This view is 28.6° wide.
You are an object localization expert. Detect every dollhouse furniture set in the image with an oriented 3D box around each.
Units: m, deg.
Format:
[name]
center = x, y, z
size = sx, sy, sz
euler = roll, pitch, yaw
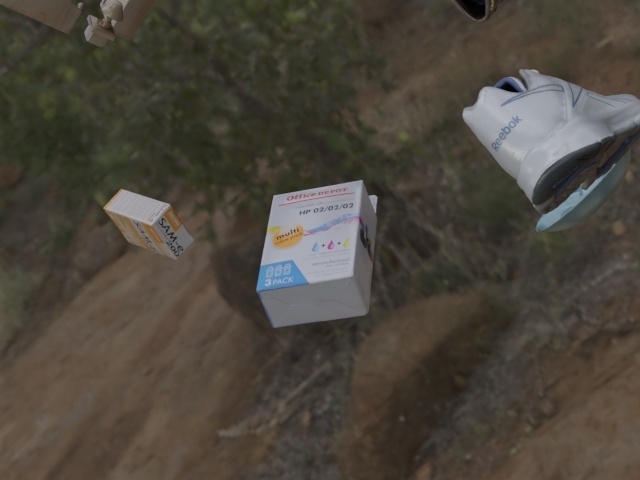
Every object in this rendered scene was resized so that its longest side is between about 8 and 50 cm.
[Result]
[dollhouse furniture set]
center = -0.459, -0.524, 2.239
size = 0.174, 0.355, 0.303
euler = -52, 38, 23

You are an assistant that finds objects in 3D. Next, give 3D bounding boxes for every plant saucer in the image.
[plant saucer]
center = 0.403, -0.072, 1.880
size = 0.195, 0.037, 0.195
euler = -46, 3, 3

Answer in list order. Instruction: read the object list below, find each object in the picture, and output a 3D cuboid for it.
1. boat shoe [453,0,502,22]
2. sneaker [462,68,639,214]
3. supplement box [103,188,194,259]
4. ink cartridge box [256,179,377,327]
[boat shoe]
center = 0.228, -0.528, 2.200
size = 0.116, 0.324, 0.097
euler = -7, 43, 37
[sneaker]
center = 0.235, -0.117, 1.213
size = 0.111, 0.129, 0.297
euler = -52, -14, 22
[supplement box]
center = -0.203, -0.019, 1.480
size = 0.098, 0.062, 0.036
euler = 17, 58, 44
[ink cartridge box]
center = 0.000, 0.000, 1.321
size = 0.104, 0.061, 0.181
euler = -9, 42, 15
